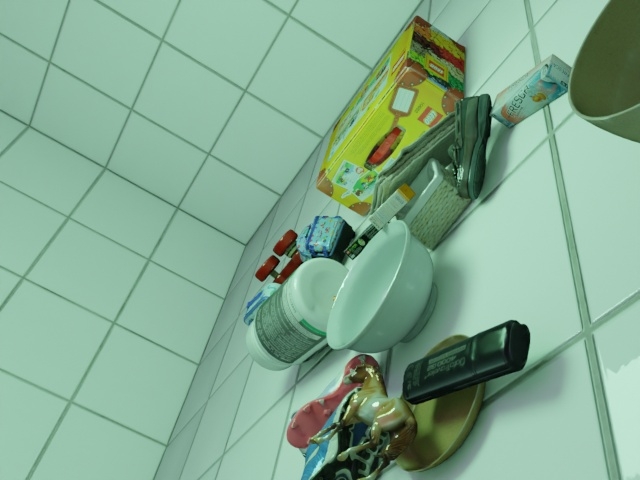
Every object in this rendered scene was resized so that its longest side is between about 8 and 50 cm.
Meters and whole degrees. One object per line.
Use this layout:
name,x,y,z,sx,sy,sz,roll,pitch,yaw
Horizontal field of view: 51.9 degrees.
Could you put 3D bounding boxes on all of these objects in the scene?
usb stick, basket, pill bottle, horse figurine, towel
usb stick,0.210,0.189,0.991,0.278,0.045,0.077,-42,29,55
basket,0.244,-0.077,1.460,0.167,0.103,0.113,-54,14,24
pill bottle,-0.056,0.211,1.759,0.361,0.204,0.204,-45,20,48
horse figurine,0.083,0.299,1.084,0.174,0.066,0.263,-37,18,-18
towel,0.222,-0.169,1.526,0.282,0.049,0.187,-39,-19,-19

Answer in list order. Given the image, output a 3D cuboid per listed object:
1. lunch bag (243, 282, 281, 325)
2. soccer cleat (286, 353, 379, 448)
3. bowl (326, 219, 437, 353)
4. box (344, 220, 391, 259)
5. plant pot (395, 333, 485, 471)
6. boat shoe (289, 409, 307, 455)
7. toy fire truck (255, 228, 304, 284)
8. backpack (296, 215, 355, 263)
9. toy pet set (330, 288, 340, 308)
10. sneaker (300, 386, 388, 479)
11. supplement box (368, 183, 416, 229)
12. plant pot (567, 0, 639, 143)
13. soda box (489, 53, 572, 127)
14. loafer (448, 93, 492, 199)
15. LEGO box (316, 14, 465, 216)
lunch bag,-0.142,0.232,2.115,0.219,0.176,0.090,-44,20,49
soccer cleat,0.028,0.334,1.362,0.248,0.083,0.095,-45,-10,-16
bowl,0.145,0.116,1.347,0.298,0.134,0.298,-56,13,20
box,0.153,-0.033,1.788,0.114,0.036,0.207,-45,0,-41
plant pot,0.194,0.264,1.063,0.236,0.032,0.236,-55,14,22
boat shoe,-0.016,0.427,1.397,0.095,0.084,0.258,-62,12,-8
toy fire truck,-0.072,0.065,2.299,0.302,0.169,0.254,-52,-4,28
backpack,0.000,0.000,2.066,0.173,0.117,0.158,6,61,37
toy pet set,0.064,0.177,1.543,0.114,0.122,0.065,-67,-28,-7
sneaker,0.025,0.434,1.194,0.330,0.129,0.147,-60,1,-30
supplement box,0.154,-0.072,1.411,0.098,0.036,0.062,-45,-3,28
plant pot,0.453,-0.211,0.736,0.284,0.191,0.284,-56,14,21
soda box,0.427,-0.300,1.343,0.063,0.058,0.183,-66,13,-23
loafer,0.312,-0.199,1.409,0.084,0.096,0.268,2,58,25
LEGO box,0.216,-0.382,2.035,0.500,0.193,0.372,-50,16,39
